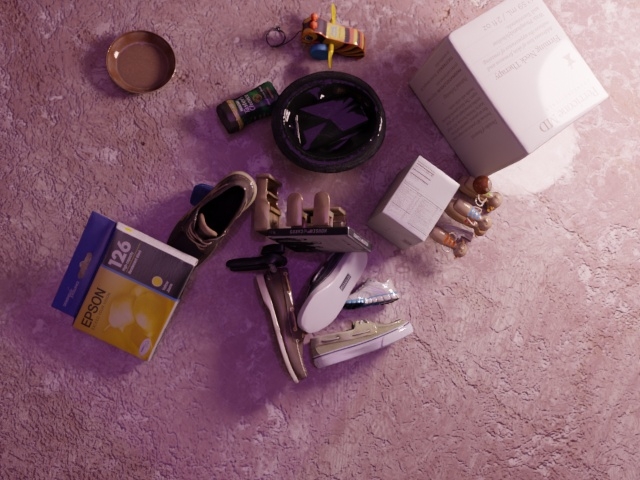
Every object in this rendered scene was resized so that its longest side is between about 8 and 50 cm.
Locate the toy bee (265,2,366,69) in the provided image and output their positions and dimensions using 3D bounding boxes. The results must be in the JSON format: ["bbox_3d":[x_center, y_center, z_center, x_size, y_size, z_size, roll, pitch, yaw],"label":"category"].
[{"bbox_3d":[0.004,-0.611,1.769,0.299,0.162,0.195,-16,86,-12],"label":"toy bee"}]

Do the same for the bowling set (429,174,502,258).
[{"bbox_3d":[0.465,-0.090,1.726,0.154,0.200,0.287,35,66,-5],"label":"bowling set"}]

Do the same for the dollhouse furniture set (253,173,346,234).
[{"bbox_3d":[-0.055,-0.100,1.655,0.242,0.212,0.160,-1,81,16],"label":"dollhouse furniture set"}]

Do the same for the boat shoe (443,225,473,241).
[{"bbox_3d":[0.424,-0.019,1.813,0.100,0.035,0.035,18,76,-13],"label":"boat shoe"}]

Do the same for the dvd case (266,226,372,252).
[{"bbox_3d":[0.000,0.000,1.607,0.239,0.179,0.029,-1,75,25],"label":"dvd case"}]

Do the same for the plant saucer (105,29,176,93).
[{"bbox_3d":[-0.524,-0.519,1.724,0.199,0.036,0.198,2,81,-10],"label":"plant saucer"}]

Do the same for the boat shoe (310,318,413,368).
[{"bbox_3d":[0.116,0.276,1.675,0.303,0.109,0.094,-18,83,-10],"label":"boat shoe"}]

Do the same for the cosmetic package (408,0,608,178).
[{"bbox_3d":[0.541,-0.451,1.752,0.329,0.327,0.393,-35,89,-13],"label":"cosmetic package"}]

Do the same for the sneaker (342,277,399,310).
[{"bbox_3d":[0.131,0.153,1.724,0.191,0.071,0.082,-8,70,-15],"label":"sneaker"}]

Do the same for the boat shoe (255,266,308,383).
[{"bbox_3d":[-0.089,0.234,1.642,0.097,0.116,0.324,-18,79,-9],"label":"boat shoe"}]

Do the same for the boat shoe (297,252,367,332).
[{"bbox_3d":[0.015,0.131,1.665,0.301,0.102,0.108,-55,127,-25],"label":"boat shoe"}]

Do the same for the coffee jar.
[{"bbox_3d":[-0.211,-0.392,1.737,0.184,0.079,0.096,-29,87,-13],"label":"coffee jar"}]

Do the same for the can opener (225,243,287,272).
[{"bbox_3d":[-0.178,0.062,1.652,0.186,0.059,0.073,-13,47,22],"label":"can opener"}]

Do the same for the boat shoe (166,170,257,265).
[{"bbox_3d":[-0.316,-0.044,1.595,0.132,0.130,0.355,38,98,-6],"label":"boat shoe"}]

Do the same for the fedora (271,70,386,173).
[{"bbox_3d":[0.020,-0.331,1.729,0.334,0.152,0.333,1,82,-6],"label":"fedora"}]

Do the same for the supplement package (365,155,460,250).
[{"bbox_3d":[0.264,-0.103,1.715,0.149,0.194,0.203,35,78,-4],"label":"supplement package"}]

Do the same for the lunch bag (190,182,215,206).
[{"bbox_3d":[-0.318,-0.122,1.681,0.099,0.065,0.067,22,101,-5],"label":"lunch bag"}]

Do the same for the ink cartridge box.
[{"bbox_3d":[-0.527,0.122,1.556,0.307,0.072,0.303,26,100,-8],"label":"ink cartridge box"}]
